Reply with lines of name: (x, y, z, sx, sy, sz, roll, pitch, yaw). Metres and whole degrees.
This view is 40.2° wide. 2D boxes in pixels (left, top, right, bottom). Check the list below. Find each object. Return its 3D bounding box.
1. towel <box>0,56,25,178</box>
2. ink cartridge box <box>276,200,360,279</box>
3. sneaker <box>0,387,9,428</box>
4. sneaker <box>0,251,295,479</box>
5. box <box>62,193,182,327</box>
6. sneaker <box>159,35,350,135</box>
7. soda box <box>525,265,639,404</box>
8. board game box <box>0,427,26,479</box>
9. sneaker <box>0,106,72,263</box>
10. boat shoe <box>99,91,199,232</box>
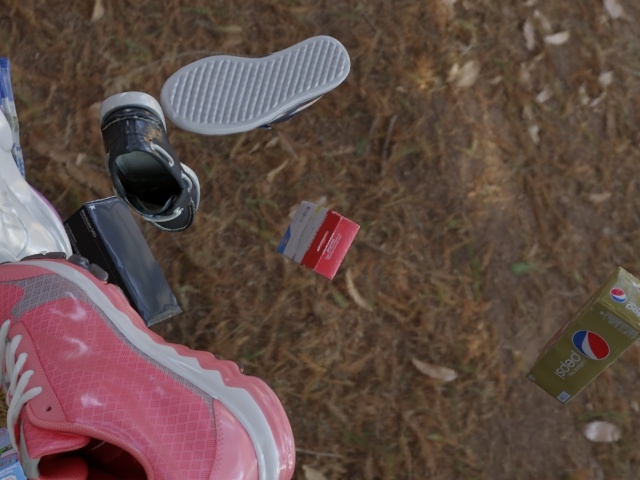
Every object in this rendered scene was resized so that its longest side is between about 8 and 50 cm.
towel: (-0.478, -0.131, 1.101, 0.209, 0.285, 0.034, 7, 49, -5)
ink cartridge box: (0.000, 0.000, 1.901, 0.078, 0.231, 0.134, 28, 90, -24)
sneaker: (-0.372, 0.130, 1.023, 0.069, 0.186, 0.084, 6, 33, 12)
sneaker: (-0.174, 0.103, 0.612, 0.136, 0.313, 0.116, -30, 136, -52)
box: (-0.410, 0.070, 1.698, 0.103, 0.184, 0.261, -23, 84, -50)
sneaker: (-0.112, -0.234, 1.401, 0.321, 0.127, 0.126, -18, 89, -25)
soda box: (0.297, 0.108, 0.961, 0.058, 0.181, 0.061, 37, 55, 10)
board game box: (-0.559, 0.372, 1.433, 0.160, 0.211, 0.039, -24, 105, -11)
sneaker: (-0.358, -0.027, 0.882, 0.152, 0.114, 0.305, -52, 146, -31)
boat shoe: (-0.233, -0.077, 1.199, 0.114, 0.302, 0.091, -13, 61, 4)
